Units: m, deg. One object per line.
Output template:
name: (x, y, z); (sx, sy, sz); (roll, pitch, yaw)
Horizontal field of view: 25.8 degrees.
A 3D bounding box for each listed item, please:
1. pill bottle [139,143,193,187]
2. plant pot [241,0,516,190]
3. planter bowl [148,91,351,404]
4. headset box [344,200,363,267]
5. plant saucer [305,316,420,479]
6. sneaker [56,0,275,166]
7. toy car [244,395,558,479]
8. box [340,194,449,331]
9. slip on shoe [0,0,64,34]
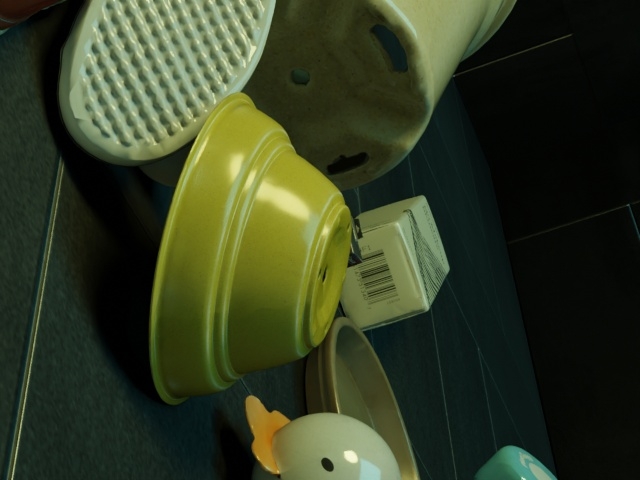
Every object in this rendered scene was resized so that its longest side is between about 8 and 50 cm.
pill bottle: (-0.102, -0.109, 1.070); (0.137, 0.078, 0.078); (-92, 159, -52)
plant pot: (0.010, -0.211, 1.256); (0.305, 0.334, 0.333); (-72, 143, -51)
planter bowl: (-0.034, 0.015, 0.941); (0.217, 0.090, 0.217); (13, 90, -78)
headset box: (0.000, 0.000, 1.348); (0.032, 0.083, 0.062); (46, 28, -63)
plant saucer: (0.045, 0.210, 1.348); (0.278, 0.041, 0.277); (-18, 90, -79)
sneaker: (-0.100, -0.178, 1.002); (0.126, 0.127, 0.321); (35, 63, -20)
toy car: (0.022, 0.208, 1.008); (0.238, 0.219, 0.210); (42, 15, -1)
box: (0.083, 0.022, 1.656); (0.275, 0.094, 0.113); (-43, 114, -76)
slip on shoe: (-0.168, -0.211, 0.880); (0.331, 0.101, 0.123); (-82, 150, -67)
